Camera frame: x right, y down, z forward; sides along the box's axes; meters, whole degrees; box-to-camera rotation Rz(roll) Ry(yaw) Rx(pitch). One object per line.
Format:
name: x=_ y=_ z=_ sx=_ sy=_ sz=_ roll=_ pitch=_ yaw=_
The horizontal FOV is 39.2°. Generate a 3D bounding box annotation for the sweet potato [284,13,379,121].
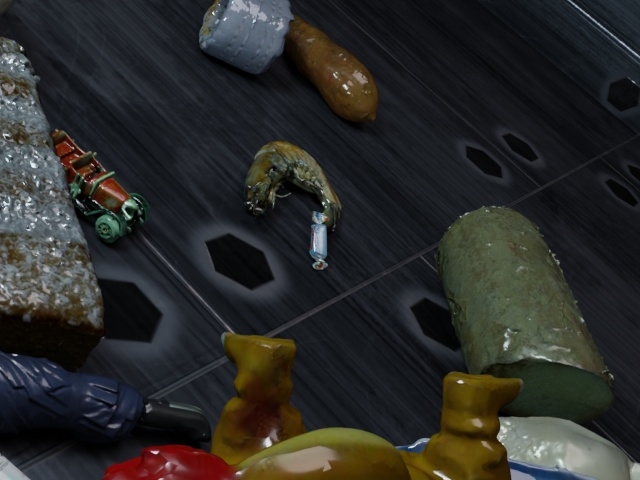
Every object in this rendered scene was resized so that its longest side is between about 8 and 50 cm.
sweet potato: x=0.006 y=-0.315 z=1.575 sx=0.097 sy=0.097 sz=0.292 roll=-3 pitch=47 yaw=-47

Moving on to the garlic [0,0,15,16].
garlic: x=-0.481 y=-0.361 z=0.973 sx=0.317 sy=0.259 sz=0.317 roll=3 pitch=9 yaw=-1

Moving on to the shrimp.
shrimp: x=-0.035 y=-0.065 z=1.240 sx=0.150 sy=0.051 sz=0.217 roll=40 pitch=31 yaw=-8

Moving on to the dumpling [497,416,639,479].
dumpling: x=0.267 y=0.282 z=1.008 sx=0.216 sy=0.126 sz=0.166 roll=33 pitch=57 yaw=-22

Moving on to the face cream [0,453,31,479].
face cream: x=-0.235 y=0.198 z=0.704 sx=0.115 sy=0.020 sz=0.038 roll=39 pitch=30 yaw=3

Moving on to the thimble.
thimble: x=-0.120 y=-0.348 z=1.460 sx=0.118 sy=0.127 sz=0.151 roll=23 pitch=41 yaw=-23

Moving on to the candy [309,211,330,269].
candy: x=0.000 y=0.000 z=1.186 sx=0.030 sy=0.020 sz=0.083 roll=9 pitch=64 yaw=-25

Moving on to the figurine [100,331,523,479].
figurine: x=-0.023 y=0.254 z=0.501 sx=0.401 sy=0.387 sz=0.268 roll=8 pitch=1 yaw=-12

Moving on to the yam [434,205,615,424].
yam: x=0.258 y=0.103 z=1.179 sx=0.168 sy=0.168 sz=0.304 roll=21 pitch=35 yaw=-24

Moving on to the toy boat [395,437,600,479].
toy boat: x=0.178 y=0.253 z=0.907 sx=0.309 sy=0.129 sz=0.142 roll=14 pitch=46 yaw=-2

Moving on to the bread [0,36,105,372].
bread: x=-0.337 y=-0.058 z=0.867 sx=0.165 sy=0.113 sz=0.416 roll=5 pitch=43 yaw=-38

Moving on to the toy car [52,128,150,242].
toy car: x=-0.259 y=-0.061 z=1.003 sx=0.143 sy=0.054 sz=0.073 roll=38 pitch=32 yaw=5

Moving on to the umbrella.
umbrella: x=-0.204 y=0.141 z=0.780 sx=0.248 sy=0.071 sz=0.071 roll=15 pitch=36 yaw=-38
